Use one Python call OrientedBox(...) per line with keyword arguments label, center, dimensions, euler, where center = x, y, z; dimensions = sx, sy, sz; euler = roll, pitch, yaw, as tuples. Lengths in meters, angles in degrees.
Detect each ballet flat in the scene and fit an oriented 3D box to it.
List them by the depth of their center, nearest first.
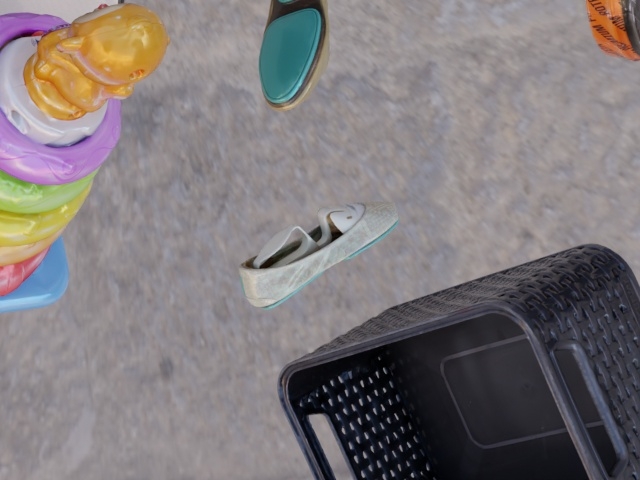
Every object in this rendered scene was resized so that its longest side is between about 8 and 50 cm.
OrientedBox(label="ballet flat", center=(0.000, 0.000, 1.345), dimensions=(0.168, 0.057, 0.052), euler=(-35, 117, -19))
OrientedBox(label="ballet flat", center=(-0.015, -0.225, 1.536), dimensions=(0.080, 0.232, 0.073), euler=(-11, 153, 28))

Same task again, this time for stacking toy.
OrientedBox(label="stacking toy", center=(-0.181, -0.069, 0.885), dimensions=(0.175, 0.302, 0.166), euler=(-7, 76, -39))

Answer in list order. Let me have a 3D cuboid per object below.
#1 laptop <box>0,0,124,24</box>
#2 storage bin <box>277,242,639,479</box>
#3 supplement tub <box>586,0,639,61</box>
OrientedBox(label="laptop", center=(-0.341, -0.194, 1.038), dimensions=(0.408, 0.236, 0.382), euler=(5, 136, -8))
OrientedBox(label="storage bin", center=(0.079, 0.086, 0.732), dimensions=(0.084, 0.180, 0.122), euler=(-25, 92, -43))
OrientedBox(label="supplement tub", center=(0.221, -0.117, 0.658), dimensions=(0.190, 0.117, 0.117), euler=(11, 109, 30))
